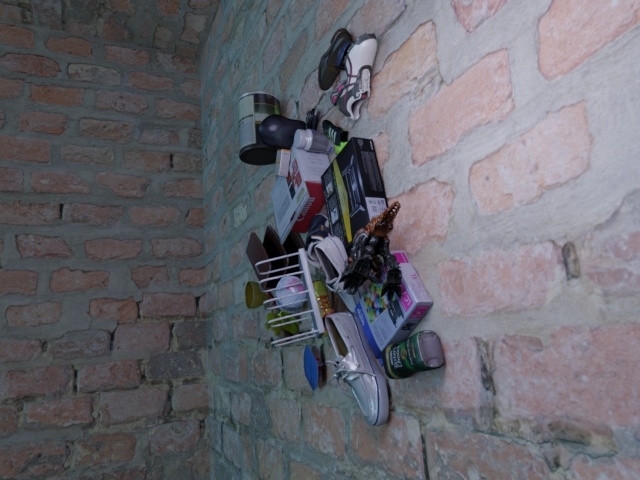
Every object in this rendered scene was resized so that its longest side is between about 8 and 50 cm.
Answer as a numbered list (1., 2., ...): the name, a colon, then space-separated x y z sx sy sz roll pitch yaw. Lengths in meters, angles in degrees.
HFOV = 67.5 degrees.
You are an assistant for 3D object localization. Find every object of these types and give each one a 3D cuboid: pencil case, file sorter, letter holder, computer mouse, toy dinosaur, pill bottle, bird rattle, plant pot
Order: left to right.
1. plant pot: -0.301 0.262 2.314 0.134 0.095 0.135 -179 90 -65
2. letter holder: -0.191 0.043 2.043 0.302 0.151 0.215 54 133 51
3. bird rattle: -0.188 0.332 2.057 0.253 0.142 0.207 -126 28 -55
4. file sorter: -0.105 0.197 1.591 0.193 0.172 0.278 102 155 -73
5. pencil case: -0.114 0.212 1.828 0.273 0.113 0.124 107 141 -75
6. computer mouse: -0.106 -0.403 1.789 0.072 0.272 0.189 35 120 37
7. pill bottle: -0.021 -0.360 1.728 0.078 0.137 0.078 -7 82 63
8. toy dinosaur: 0.127 0.033 1.284 0.219 0.164 0.322 -90 -3 -51

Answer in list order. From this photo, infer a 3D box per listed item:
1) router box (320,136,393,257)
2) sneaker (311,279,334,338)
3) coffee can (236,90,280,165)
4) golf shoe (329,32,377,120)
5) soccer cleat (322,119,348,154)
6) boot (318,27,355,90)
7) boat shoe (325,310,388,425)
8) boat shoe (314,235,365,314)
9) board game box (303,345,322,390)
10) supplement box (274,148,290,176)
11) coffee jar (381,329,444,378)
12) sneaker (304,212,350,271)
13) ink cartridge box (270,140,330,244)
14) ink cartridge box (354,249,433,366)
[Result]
1. router box: 0.105 -0.130 1.519 0.243 0.080 0.309 136 129 -56
2. sneaker: 0.014 0.243 1.705 0.094 0.081 0.209 -16 80 54
3. coffee can: -0.277 -0.509 2.188 0.201 0.201 0.276 -30 62 60
4. golf shoe: 0.128 -0.510 1.504 0.120 0.105 0.273 57 146 26
5. soccer cleat: 0.059 -0.370 1.665 0.072 0.060 0.179 -53 48 36
6. boot: 0.054 -0.607 1.653 0.106 0.082 0.219 -115 38 -47
7. boat shoe: 0.083 0.380 1.449 0.136 0.156 0.368 123 140 -47
8. boat shoe: 0.059 0.119 1.494 0.096 0.088 0.268 -5 109 53
9. board game box: -0.023 0.479 1.807 0.169 0.033 0.133 -134 46 -62
10. supplement box: -0.143 -0.289 1.792 0.062 0.036 0.099 -160 77 -66
11. coffee jar: 0.232 0.300 1.236 0.184 0.078 0.096 134 132 -55
12. sneaker: 0.000 0.000 1.682 0.321 0.127 0.126 -124 42 -53
13. ink cartridge box: -0.070 -0.170 1.823 0.309 0.129 0.272 124 141 -48
14. ink cartridge box: 0.187 0.200 1.360 0.186 0.065 0.311 -112 33 -40
